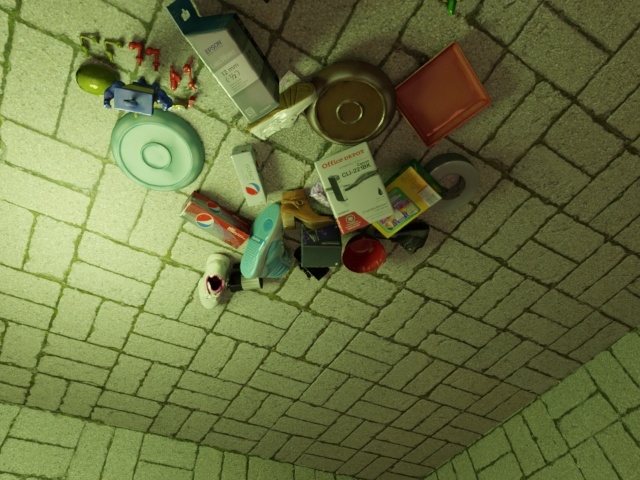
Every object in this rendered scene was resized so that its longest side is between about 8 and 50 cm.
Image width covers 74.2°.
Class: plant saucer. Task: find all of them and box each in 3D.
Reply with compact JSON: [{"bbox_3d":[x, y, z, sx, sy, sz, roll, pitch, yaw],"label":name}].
[{"bbox_3d":[0.398,-0.485,1.424,0.258,0.047,0.259,-36,122,20],"label":"plant saucer"},{"bbox_3d":[0.098,-0.434,1.399,0.311,0.050,0.310,0,136,0],"label":"plant saucer"},{"bbox_3d":[-0.571,-0.301,1.480,0.318,0.043,0.317,-3,127,-4],"label":"plant saucer"}]

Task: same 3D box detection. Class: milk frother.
[{"bbox_3d":[-0.325,0.172,1.788,0.135,0.143,0.129,-8,120,4],"label":"milk frother"}]

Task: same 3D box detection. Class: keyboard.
[{"bbox_3d":[-0.051,0.099,1.836,0.100,0.038,0.192,-43,120,-3],"label":"keyboard"}]

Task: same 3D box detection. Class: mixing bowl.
[{"bbox_3d":[0.174,0.039,1.761,0.182,0.098,0.181,-2,126,-3],"label":"mixing bowl"}]

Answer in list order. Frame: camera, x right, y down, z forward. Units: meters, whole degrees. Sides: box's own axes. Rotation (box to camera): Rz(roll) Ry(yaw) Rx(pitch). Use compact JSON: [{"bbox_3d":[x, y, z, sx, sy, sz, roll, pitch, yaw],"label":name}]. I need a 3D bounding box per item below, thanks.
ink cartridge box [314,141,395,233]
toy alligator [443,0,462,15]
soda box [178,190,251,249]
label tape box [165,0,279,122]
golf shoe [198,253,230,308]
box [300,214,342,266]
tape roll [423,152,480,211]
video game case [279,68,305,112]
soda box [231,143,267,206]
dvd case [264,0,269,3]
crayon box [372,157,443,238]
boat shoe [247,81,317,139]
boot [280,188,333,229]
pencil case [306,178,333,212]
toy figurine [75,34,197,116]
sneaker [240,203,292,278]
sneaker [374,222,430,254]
[{"bbox_3d":[0.117,-0.183,1.491,0.197,0.114,0.272,-22,92,2],"label":"ink cartridge box"},{"bbox_3d":[0.390,-0.759,1.222,0.051,0.056,0.189,-37,133,-31],"label":"toy alligator"},{"bbox_3d":[-0.401,-0.077,1.634,0.263,0.083,0.092,33,118,-26],"label":"soda box"},{"bbox_3d":[-0.254,-0.541,1.200,0.115,0.249,0.347,-26,124,14],"label":"label tape box"},{"bbox_3d":[-0.464,0.200,1.801,0.115,0.140,0.306,9,126,-14],"label":"golf shoe"},{"bbox_3d":[0.000,0.000,1.648,0.153,0.207,0.108,0,128,-5],"label":"box"},{"bbox_3d":[0.486,-0.219,1.613,0.220,0.072,0.219,-3,126,-4],"label":"tape roll"},{"bbox_3d":[-0.081,-0.492,1.399,0.122,0.011,0.087,32,118,-25],"label":"video game case"},{"bbox_3d":[-0.256,-0.234,1.540,0.074,0.069,0.216,-11,126,4],"label":"soda box"},{"bbox_3d":[-0.192,-0.764,1.128,0.221,0.018,0.165,32,155,-26],"label":"dvd case"},{"bbox_3d":[0.297,-0.151,1.585,0.165,0.081,0.278,43,125,-10],"label":"crayon box"},{"bbox_3d":[-0.114,-0.420,1.397,0.277,0.098,0.096,-20,143,30],"label":"boat shoe"},{"bbox_3d":[-0.053,-0.121,1.598,0.197,0.152,0.073,-2,158,-9],"label":"boot"},{"bbox_3d":[0.052,-0.152,1.615,0.206,0.088,0.086,33,103,-27],"label":"pencil case"},{"bbox_3d":[-0.566,-0.463,1.252,0.363,0.217,0.191,10,125,-13],"label":"toy figurine"},{"bbox_3d":[-0.180,0.012,1.713,0.208,0.127,0.318,14,107,-47],"label":"sneaker"},{"bbox_3d":[0.333,-0.001,1.752,0.228,0.087,0.130,-3,120,-9],"label":"sneaker"}]
